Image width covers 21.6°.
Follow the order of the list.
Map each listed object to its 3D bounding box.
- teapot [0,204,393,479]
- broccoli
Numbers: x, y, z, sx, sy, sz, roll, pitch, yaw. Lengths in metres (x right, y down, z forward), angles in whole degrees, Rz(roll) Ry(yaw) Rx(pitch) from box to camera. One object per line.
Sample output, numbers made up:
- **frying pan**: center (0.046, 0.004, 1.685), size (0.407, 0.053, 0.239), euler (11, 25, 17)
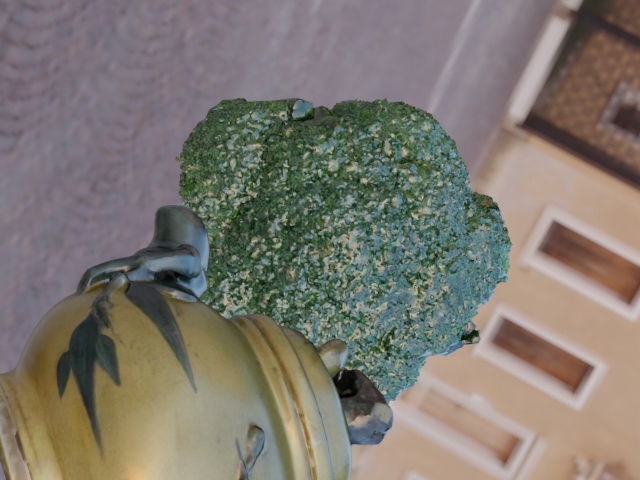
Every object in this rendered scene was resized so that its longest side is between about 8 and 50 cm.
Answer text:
- **teapot**: center (-0.050, 0.109, 0.797), size (0.183, 0.269, 0.173), euler (-15, 162, -18)
- **broccoli**: center (0.000, 0.000, 1.336), size (0.254, 0.269, 0.269), euler (-37, 166, -12)
